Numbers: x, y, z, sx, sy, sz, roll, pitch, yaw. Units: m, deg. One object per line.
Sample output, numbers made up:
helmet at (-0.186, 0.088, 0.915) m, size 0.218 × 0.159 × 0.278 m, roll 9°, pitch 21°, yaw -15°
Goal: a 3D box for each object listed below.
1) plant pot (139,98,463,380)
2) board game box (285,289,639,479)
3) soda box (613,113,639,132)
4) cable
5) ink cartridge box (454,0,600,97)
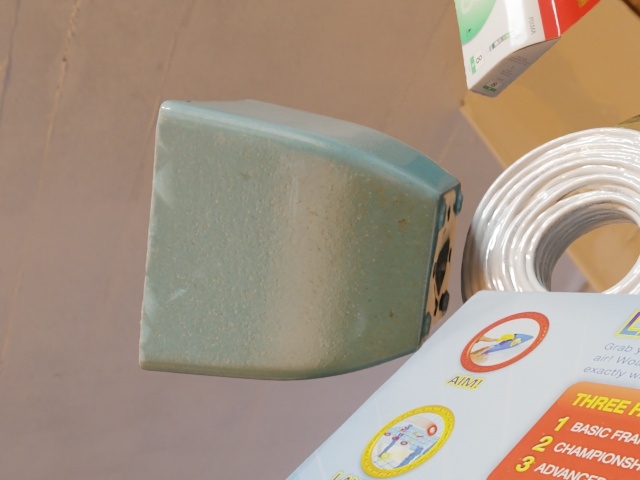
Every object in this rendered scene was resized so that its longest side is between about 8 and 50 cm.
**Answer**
plant pot at (0.000, 0.000, 0.924) m, size 0.248 × 0.252 × 0.247 m, roll -27°, pitch -56°, yaw -72°
board game box at (0.073, 0.140, 0.284) m, size 0.302 × 0.308 × 0.086 m, roll -40°, pitch -72°, yaw -25°
soda box at (0.447, -0.077, 1.234) m, size 0.058 × 0.061 × 0.181 m, roll -23°, pitch -82°, yaw -20°
cable at (0.252, 0.019, 0.857) m, size 0.089 × 0.257 × 0.257 m, roll 41°, pitch -118°, yaw -44°
ink cartridge box at (0.273, -0.330, 1.298) m, size 0.056 × 0.181 × 0.224 m, roll 11°, pitch -31°, yaw -24°
